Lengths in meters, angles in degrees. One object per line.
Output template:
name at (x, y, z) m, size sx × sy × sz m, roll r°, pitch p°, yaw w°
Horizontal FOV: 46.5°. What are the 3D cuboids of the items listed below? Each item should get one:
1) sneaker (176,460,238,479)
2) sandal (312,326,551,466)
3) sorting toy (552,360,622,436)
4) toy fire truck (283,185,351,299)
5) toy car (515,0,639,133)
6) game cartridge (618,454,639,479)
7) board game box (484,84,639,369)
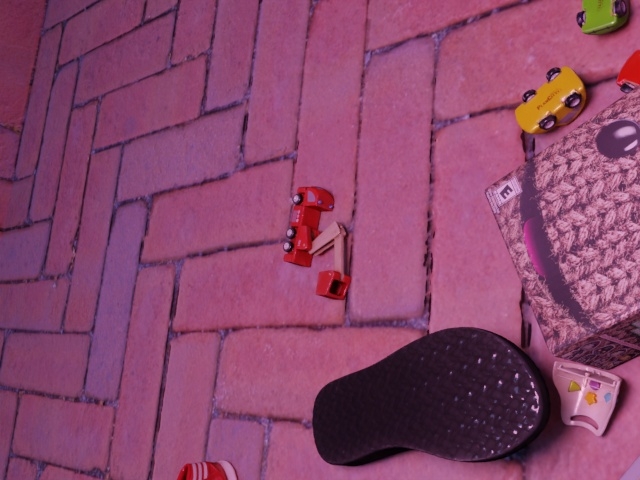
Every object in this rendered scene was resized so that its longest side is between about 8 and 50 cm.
sneaker at (-0.186, 0.474, 1.250) m, size 0.087 × 0.128 × 0.221 m, roll -50°, pitch 47°, yaw 21°
sandal at (0.148, 0.223, 1.032) m, size 0.445 × 0.107 × 0.168 m, roll -26°, pitch 60°, yaw 52°
sorting toy at (0.321, 0.192, 0.897) m, size 0.083 × 0.044 × 0.075 m, roll 14°, pitch 94°, yaw 46°
toy fire truck at (0.000, 0.000, 1.277) m, size 0.135 × 0.047 × 0.192 m, roll 3°, pitch 78°, yaw 45°
toy car at (0.376, -0.255, 0.978) m, size 0.239 × 0.053 × 0.225 m, roll -6°, pitch 72°, yaw 43°
game cartridge at (0.401, 0.273, 0.735) m, size 0.297 × 0.062 × 0.198 m, roll -61°, pitch 27°, yaw 19°
board game box at (0.372, -0.024, 0.841) m, size 0.291 × 0.141 × 0.232 m, roll -37°, pitch 54°, yaw 32°
